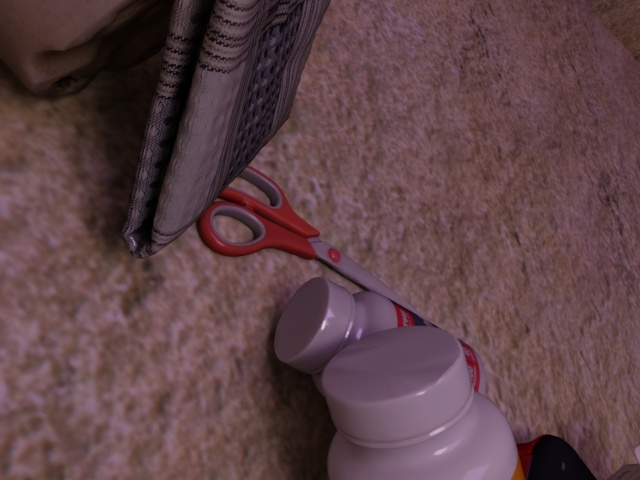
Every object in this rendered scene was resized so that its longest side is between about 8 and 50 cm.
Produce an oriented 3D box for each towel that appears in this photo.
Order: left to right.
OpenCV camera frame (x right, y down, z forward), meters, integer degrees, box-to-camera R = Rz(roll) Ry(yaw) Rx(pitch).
[{"bbox_3d":[-0.030,-0.178,0.448,0.056,0.324,0.312,26,34,3],"label":"towel"}]

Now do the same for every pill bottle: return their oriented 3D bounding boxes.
[{"bbox_3d":[0.054,0.109,0.525,0.180,0.108,0.108,31,48,-24],"label":"pill bottle"},{"bbox_3d":[0.084,0.195,0.424,0.136,0.136,0.245,-34,112,-47],"label":"pill bottle"}]

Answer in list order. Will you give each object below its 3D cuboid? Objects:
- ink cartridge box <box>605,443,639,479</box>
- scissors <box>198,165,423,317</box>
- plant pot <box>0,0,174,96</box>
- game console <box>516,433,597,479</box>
[{"bbox_3d":[0.371,0.321,0.633,0.115,0.067,0.198,1,71,-45],"label":"ink cartridge box"},{"bbox_3d":[0.000,0.000,0.607,0.297,0.021,0.109,21,51,-29],"label":"scissors"},{"bbox_3d":[-0.208,-0.294,0.420,0.305,0.334,0.334,57,42,-15],"label":"plant pot"},{"bbox_3d":[0.265,0.430,0.553,0.342,0.060,0.386,48,44,-7],"label":"game console"}]
